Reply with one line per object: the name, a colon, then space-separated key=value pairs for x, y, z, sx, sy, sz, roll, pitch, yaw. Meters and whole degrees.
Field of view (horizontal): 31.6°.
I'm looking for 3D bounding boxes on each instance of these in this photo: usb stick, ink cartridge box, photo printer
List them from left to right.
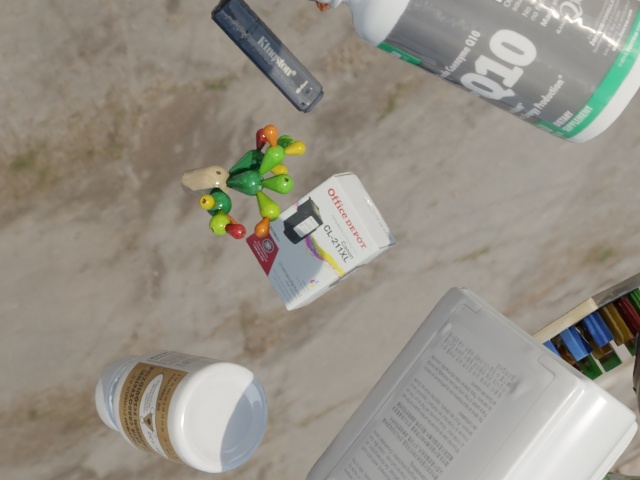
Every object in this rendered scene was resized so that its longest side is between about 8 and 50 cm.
usb stick: x=-0.101 y=-0.363 z=2.186 sx=0.045 sy=0.278 sz=0.077 roll=-4 pitch=-135 yaw=57
ink cartridge box: x=0.000 y=0.000 z=1.630 sx=0.175 sy=0.127 sz=0.072 roll=-36 pitch=170 yaw=24
photo printer: x=0.114 y=0.217 z=1.045 sx=0.107 sy=0.256 sz=0.307 roll=36 pitch=92 yaw=-28

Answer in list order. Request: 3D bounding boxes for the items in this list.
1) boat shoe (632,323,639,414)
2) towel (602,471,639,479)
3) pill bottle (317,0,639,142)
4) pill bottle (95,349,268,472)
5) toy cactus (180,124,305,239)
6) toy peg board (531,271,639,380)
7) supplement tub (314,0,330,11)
boat shoe: x=0.374 y=0.052 z=1.138 sx=0.111 sy=0.104 sz=0.307 roll=10 pitch=126 yaw=-2
towel: x=0.507 y=0.501 z=1.840 sx=0.038 sy=0.247 sz=0.325 roll=11 pitch=168 yaw=-28
pill bottle: x=0.160 y=-0.264 z=1.172 sx=0.204 sy=0.361 sz=0.204 roll=-62 pitch=-171 yaw=17
pill bottle: x=-0.180 y=0.203 z=1.393 sx=0.131 sy=0.131 sz=0.229 roll=-14 pitch=-170 yaw=-38
toy cactus: x=-0.124 y=-0.086 z=1.600 sx=0.112 sy=0.181 sz=0.219 roll=60 pitch=45 yaw=-42
toy peg board: x=0.307 y=0.117 z=1.289 sx=0.161 sy=0.079 sz=0.161 roll=-18 pitch=162 yaw=-48
supplement tub: x=-0.017 y=-0.488 z=1.906 sx=0.117 sy=0.190 sz=0.117 roll=-36 pitch=-176 yaw=3
